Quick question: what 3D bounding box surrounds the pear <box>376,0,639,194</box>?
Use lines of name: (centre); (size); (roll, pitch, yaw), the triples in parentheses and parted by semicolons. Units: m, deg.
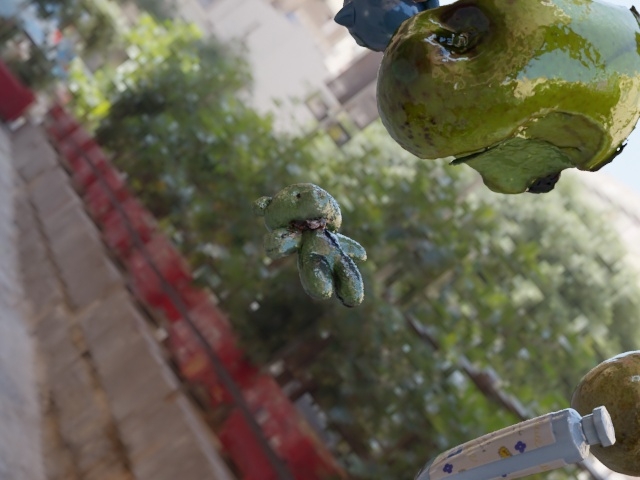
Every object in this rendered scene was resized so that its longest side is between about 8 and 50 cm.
pear: (0.196, -0.162, 1.578); (0.255, 0.238, 0.164); (14, 59, -49)

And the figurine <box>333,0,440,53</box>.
figurine: (0.096, -0.302, 1.748); (0.114, 0.178, 0.144); (24, 31, -33)

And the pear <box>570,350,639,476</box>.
pear: (0.406, 0.220, 1.938); (0.167, 0.167, 0.136); (54, -1, -25)

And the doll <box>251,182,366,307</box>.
doll: (0.000, 0.000, 1.482); (0.077, 0.115, 0.150); (-61, -140, 38)

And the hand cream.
hand cream: (0.152, 0.172, 1.223); (0.043, 0.171, 0.065); (67, 21, -4)
